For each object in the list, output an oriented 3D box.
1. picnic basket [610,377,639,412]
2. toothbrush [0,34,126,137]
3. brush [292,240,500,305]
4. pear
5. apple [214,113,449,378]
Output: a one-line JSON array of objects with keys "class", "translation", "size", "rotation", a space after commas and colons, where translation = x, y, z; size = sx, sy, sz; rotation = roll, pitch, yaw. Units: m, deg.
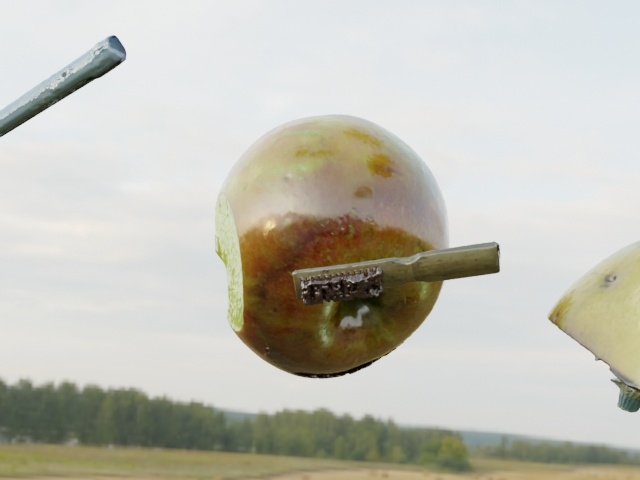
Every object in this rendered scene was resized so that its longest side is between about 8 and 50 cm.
[{"class": "picnic basket", "translation": [0.502, 0.230, 1.742], "size": [0.065, 0.083, 0.083], "rotation": [2, 19, -45]}, {"class": "toothbrush", "translation": [-0.195, -0.064, 0.635], "size": [0.219, 0.016, 0.019], "rotation": [-24, -43, 29]}, {"class": "brush", "translation": [0.092, 0.042, 1.301], "size": [0.248, 0.036, 0.043], "rotation": [-7, -56, 2]}, {"class": "pear", "translation": [0.424, 0.097, 1.126], "size": [0.340, 0.191, 0.386], "rotation": [31, 4, 7]}, {"class": "apple", "translation": [0.000, 0.000, 1.630], "size": [0.374, 0.374, 0.384], "rotation": [14, -58, -42]}]
